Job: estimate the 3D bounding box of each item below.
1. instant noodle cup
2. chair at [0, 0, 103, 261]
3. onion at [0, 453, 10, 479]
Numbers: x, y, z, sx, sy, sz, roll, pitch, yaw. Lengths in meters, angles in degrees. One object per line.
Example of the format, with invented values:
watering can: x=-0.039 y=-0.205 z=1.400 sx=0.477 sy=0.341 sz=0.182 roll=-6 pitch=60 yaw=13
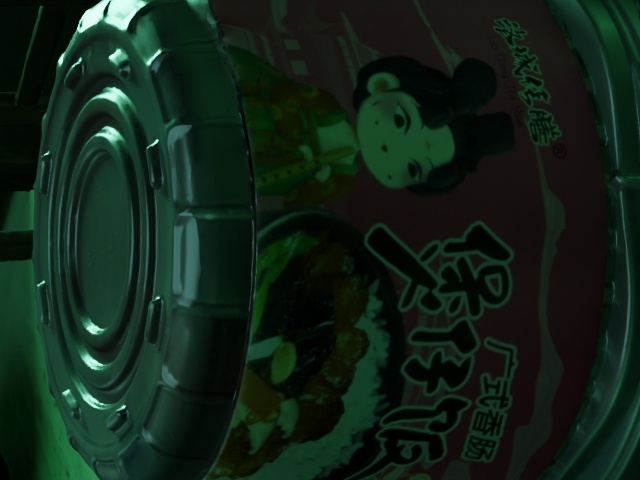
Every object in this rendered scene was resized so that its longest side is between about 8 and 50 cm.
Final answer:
instant noodle cup: x=0.000 y=0.000 z=0.645 sx=0.258 sy=0.181 sz=0.302 roll=120 pitch=141 yaw=-47
chair: x=-0.225 y=-0.126 z=1.040 sx=0.416 sy=0.203 sz=0.241 roll=119 pitch=144 yaw=-55
onion: x=-0.345 y=0.264 z=1.233 sx=0.281 sy=0.337 sz=0.260 roll=10 pitch=137 yaw=27
